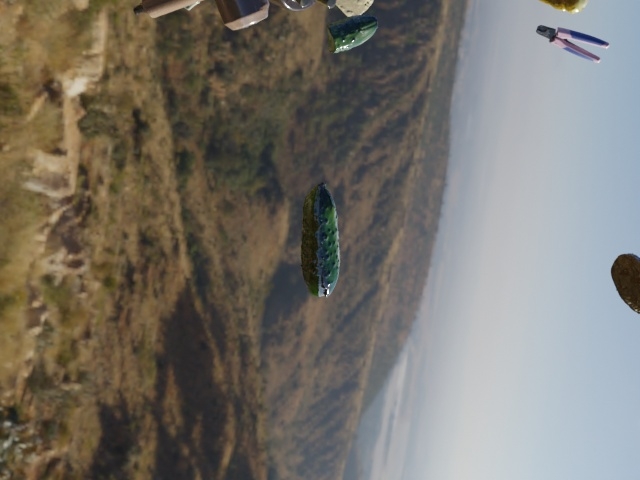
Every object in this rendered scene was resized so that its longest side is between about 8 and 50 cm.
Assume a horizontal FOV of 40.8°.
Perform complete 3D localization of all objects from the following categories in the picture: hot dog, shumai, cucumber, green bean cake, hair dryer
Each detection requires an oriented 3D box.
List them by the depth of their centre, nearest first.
[{"bbox_3d":[-0.158,-0.308,1.072,0.064,0.181,0.117,-49,123,-56],"label":"hair dryer"},{"bbox_3d":[0.000,0.000,1.467,0.069,0.069,0.228,-64,157,-56],"label":"cucumber"},{"bbox_3d":[0.066,-0.398,1.654,0.035,0.107,0.067,56,-18,38],"label":"cucumber"},{"bbox_3d":[0.665,0.081,1.768,0.105,0.139,0.123,-49,174,-18],"label":"shumai"},{"bbox_3d":[0.504,-0.599,1.996,0.061,0.286,0.088,-11,122,-30],"label":"hot dog"},{"bbox_3d":[0.049,-0.645,2.119,0.179,0.085,0.109,38,31,-32],"label":"green bean cake"}]

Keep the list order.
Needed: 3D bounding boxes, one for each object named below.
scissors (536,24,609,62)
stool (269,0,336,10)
[{"bbox_3d":[0.388,-0.309,1.332,0.039,0.113,0.012,110,-2,-46],"label":"scissors"},{"bbox_3d":[-0.051,-0.455,1.406,0.125,0.121,0.217,-56,141,0],"label":"stool"}]
